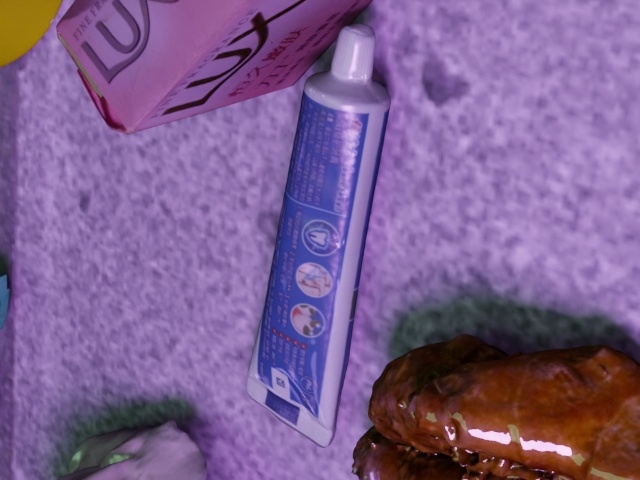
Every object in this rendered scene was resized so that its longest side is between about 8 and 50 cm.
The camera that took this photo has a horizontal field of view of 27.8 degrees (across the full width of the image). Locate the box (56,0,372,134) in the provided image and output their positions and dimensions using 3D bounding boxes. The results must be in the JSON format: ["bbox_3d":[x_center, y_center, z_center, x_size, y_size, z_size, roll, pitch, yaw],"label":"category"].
[{"bbox_3d":[-0.017,-0.112,0.489,0.060,0.111,0.156,54,130,9],"label":"box"}]

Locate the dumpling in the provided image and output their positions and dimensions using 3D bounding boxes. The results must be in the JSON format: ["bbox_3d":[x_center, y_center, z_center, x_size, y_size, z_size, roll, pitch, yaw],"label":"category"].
[{"bbox_3d":[-0.106,0.157,0.656,0.188,0.108,0.127,-36,58,55],"label":"dumpling"}]

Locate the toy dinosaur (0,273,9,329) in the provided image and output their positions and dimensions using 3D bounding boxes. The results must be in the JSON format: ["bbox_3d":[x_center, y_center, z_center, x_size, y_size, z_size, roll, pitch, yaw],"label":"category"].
[{"bbox_3d":[-0.256,0.076,0.749,0.153,0.094,0.259,21,124,30],"label":"toy dinosaur"}]

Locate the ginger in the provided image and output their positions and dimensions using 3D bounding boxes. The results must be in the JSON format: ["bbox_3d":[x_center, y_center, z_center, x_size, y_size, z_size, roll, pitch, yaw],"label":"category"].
[{"bbox_3d":[0.076,0.086,0.506,0.162,0.073,0.103,15,112,34],"label":"ginger"}]

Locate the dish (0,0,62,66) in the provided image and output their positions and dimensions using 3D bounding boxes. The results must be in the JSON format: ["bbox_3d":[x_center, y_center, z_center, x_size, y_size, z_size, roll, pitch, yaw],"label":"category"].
[{"bbox_3d":[-0.229,-0.202,0.621,0.221,0.108,0.262,24,118,28],"label":"dish"}]

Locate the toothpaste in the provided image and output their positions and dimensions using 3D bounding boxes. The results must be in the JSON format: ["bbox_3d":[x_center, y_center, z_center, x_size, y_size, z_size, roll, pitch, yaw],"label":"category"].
[{"bbox_3d":[0.000,0.000,0.561,0.057,0.035,0.197,30,124,33],"label":"toothpaste"}]
